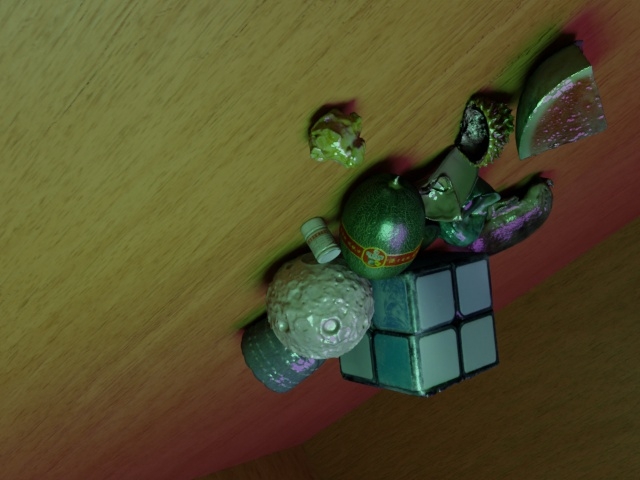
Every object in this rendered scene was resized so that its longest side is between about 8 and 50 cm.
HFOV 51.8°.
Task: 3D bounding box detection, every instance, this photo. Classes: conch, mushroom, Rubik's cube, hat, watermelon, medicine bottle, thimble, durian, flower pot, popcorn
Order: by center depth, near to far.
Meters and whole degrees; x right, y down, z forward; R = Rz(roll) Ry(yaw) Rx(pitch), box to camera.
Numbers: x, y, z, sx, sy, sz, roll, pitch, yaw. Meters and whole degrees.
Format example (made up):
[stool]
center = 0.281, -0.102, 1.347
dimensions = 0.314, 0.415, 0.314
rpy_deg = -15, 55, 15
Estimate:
[popcorn]
center = 0.026, -0.170, 1.115
dimensions = 0.097, 0.089, 0.109
rpy_deg = -2, 166, 36
[watermelon]
center = 0.480, -0.283, 1.305
dimensions = 0.256, 0.176, 0.260
rpy_deg = -56, 139, -18
[durian]
center = 0.359, -0.223, 1.354
dimensions = 0.108, 0.119, 0.186
rpy_deg = -21, 155, -11
[medicine bottle]
center = 0.000, 0.000, 1.434
dimensions = 0.057, 0.089, 0.057
rpy_deg = -25, 157, -11
[hat]
center = 0.279, -0.129, 1.495
dimensions = 0.147, 0.085, 0.175
rpy_deg = 36, 83, -28
[flower pot]
center = 0.198, -0.028, 1.596
dimensions = 0.158, 0.106, 0.157
rpy_deg = -22, 155, -11
[conch]
center = 0.340, -0.073, 1.617
dimensions = 0.196, 0.134, 0.202
rpy_deg = 5, 126, -49
[Rubik's cube]
center = 0.242, 0.199, 1.725
dimensions = 0.316, 0.313, 0.318
rpy_deg = -11, -174, -39
[thimble]
center = -0.090, 0.292, 1.799
dimensions = 0.172, 0.205, 0.236
rpy_deg = -36, 165, 13
[mushroom]
center = 0.534, -0.049, 1.931
dimensions = 0.344, 0.129, 0.247
rpy_deg = -29, 162, -4

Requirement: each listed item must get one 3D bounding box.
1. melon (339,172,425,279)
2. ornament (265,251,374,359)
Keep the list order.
[melon]
center = 0.131, -0.032, 1.399
dimensions = 0.182, 0.182, 0.287
rpy_deg = -20, 142, -23
[ornament]
center = -0.001, 0.140, 1.534
dimensions = 0.260, 0.259, 0.225
rpy_deg = -19, 118, -25
